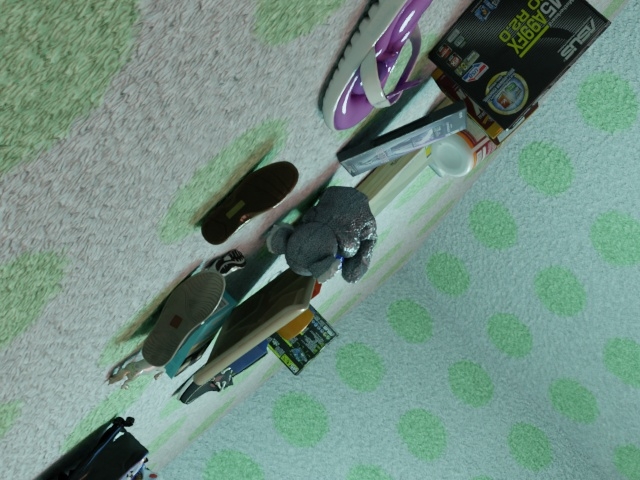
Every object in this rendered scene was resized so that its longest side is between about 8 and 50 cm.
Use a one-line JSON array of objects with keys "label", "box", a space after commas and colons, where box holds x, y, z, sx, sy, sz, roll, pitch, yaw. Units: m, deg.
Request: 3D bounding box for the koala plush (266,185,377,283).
[{"label": "koala plush", "box": [0.000, 0.000, 1.854, 0.221, 0.196, 0.203, -33, 154, -46]}]

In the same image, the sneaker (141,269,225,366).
[{"label": "sneaker", "box": [-0.259, 0.134, 1.682, 0.222, 0.083, 0.118, -49, -175, 10]}]

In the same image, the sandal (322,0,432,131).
[{"label": "sandal", "box": [0.106, -0.272, 1.344, 0.169, 0.102, 0.416, -39, 169, -27]}]

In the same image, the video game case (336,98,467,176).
[{"label": "video game case", "box": [0.176, -0.209, 1.828, 0.274, 0.026, 0.196, -24, 172, 7]}]

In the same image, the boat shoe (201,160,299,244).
[{"label": "boat shoe", "box": [-0.117, -0.066, 1.444, 0.190, 0.068, 0.072, -35, -177, 2]}]

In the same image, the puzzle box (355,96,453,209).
[{"label": "puzzle box", "box": [0.231, -0.208, 2.265, 0.409, 0.052, 0.272, -45, 170, 2]}]

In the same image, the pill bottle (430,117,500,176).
[{"label": "pill bottle", "box": [0.382, -0.259, 2.159, 0.221, 0.121, 0.121, -38, 168, -33]}]

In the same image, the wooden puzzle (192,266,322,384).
[{"label": "wooden puzzle", "box": [-0.114, 0.174, 1.978, 0.322, 0.080, 0.348, -37, -169, 23]}]

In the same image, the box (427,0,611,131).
[{"label": "box", "box": [0.370, -0.377, 1.644, 0.270, 0.216, 0.060, -48, 169, 24]}]

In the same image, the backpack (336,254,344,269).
[{"label": "backpack", "box": [0.039, 0.018, 2.288, 0.120, 0.101, 0.098, -51, 175, 19]}]

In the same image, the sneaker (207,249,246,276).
[{"label": "sneaker", "box": [-0.186, 0.049, 1.707, 0.044, 0.040, 0.109, -31, 175, 31]}]

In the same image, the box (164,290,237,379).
[{"label": "box", "box": [-0.273, 0.201, 1.896, 0.100, 0.060, 0.244, -35, 166, -43]}]

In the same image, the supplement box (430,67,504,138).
[{"label": "supplement box", "box": [0.360, -0.323, 1.896, 0.129, 0.191, 0.194, -45, 171, 10]}]

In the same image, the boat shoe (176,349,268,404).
[{"label": "boat shoe", "box": [-0.280, 0.381, 2.521, 0.302, 0.091, 0.114, -40, 169, -24]}]

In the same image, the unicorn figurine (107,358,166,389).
[{"label": "unicorn figurine", "box": [-0.352, 0.252, 1.787, 0.162, 0.060, 0.111, -37, 168, -39]}]

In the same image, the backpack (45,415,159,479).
[{"label": "backpack", "box": [-0.531, 0.598, 2.125, 0.276, 0.213, 0.263, -42, -179, -32]}]

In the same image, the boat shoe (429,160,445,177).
[{"label": "boat shoe", "box": [0.361, -0.238, 2.620, 0.070, 0.078, 0.219, -45, 178, 8]}]

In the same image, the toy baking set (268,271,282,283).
[{"label": "toy baking set", "box": [-0.102, 0.120, 2.337, 0.256, 0.030, 0.197, -50, 169, 30]}]

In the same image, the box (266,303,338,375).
[{"label": "box", "box": [-0.074, 0.282, 2.658, 0.184, 0.191, 0.045, -46, 169, 4]}]
